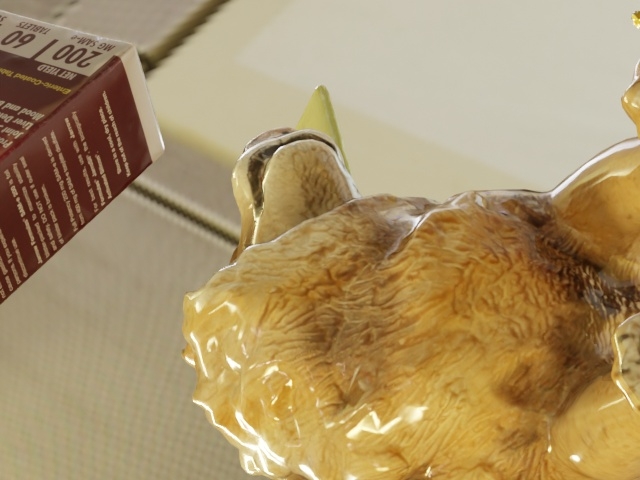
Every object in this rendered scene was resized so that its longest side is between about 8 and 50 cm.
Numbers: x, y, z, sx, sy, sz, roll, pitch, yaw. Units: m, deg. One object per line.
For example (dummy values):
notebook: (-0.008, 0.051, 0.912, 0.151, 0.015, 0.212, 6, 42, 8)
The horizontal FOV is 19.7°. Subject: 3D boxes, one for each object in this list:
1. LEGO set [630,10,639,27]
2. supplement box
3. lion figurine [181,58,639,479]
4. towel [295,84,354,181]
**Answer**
LEGO set: (0.192, -0.246, 1.269, 0.192, 0.255, 0.331, -31, -127, -12)
supplement box: (-0.202, -0.016, 0.890, 0.130, 0.073, 0.239, 17, -131, 32)
lion figurine: (0.156, 0.023, 0.582, 0.392, 0.240, 0.142, 4, -108, -9)
towel: (0.000, 0.000, 1.102, 0.021, 0.102, 0.237, 19, -154, -18)
